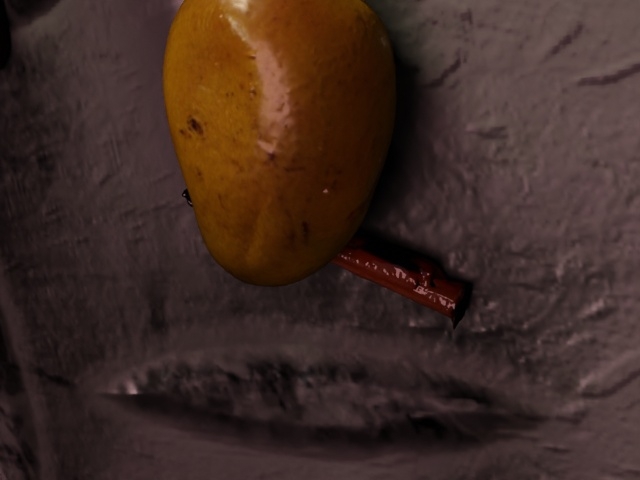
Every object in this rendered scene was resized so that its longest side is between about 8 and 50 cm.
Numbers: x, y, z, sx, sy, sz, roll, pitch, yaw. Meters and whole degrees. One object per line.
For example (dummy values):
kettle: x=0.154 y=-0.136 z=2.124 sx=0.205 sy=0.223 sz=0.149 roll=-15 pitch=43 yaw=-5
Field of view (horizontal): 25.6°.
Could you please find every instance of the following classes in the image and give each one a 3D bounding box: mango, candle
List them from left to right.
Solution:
mango: x=-0.018 y=-0.058 z=0.665 sx=0.115 sy=0.089 sz=0.165 roll=-3 pitch=99 yaw=31
candle: x=0.000 y=-0.001 z=0.722 sx=0.167 sy=0.021 sz=0.026 roll=24 pitch=139 yaw=24

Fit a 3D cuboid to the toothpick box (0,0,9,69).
toothpick box: x=-0.349 y=-0.148 z=0.725 sx=0.190 sy=0.308 sz=0.187 roll=8 pitch=111 yaw=34
